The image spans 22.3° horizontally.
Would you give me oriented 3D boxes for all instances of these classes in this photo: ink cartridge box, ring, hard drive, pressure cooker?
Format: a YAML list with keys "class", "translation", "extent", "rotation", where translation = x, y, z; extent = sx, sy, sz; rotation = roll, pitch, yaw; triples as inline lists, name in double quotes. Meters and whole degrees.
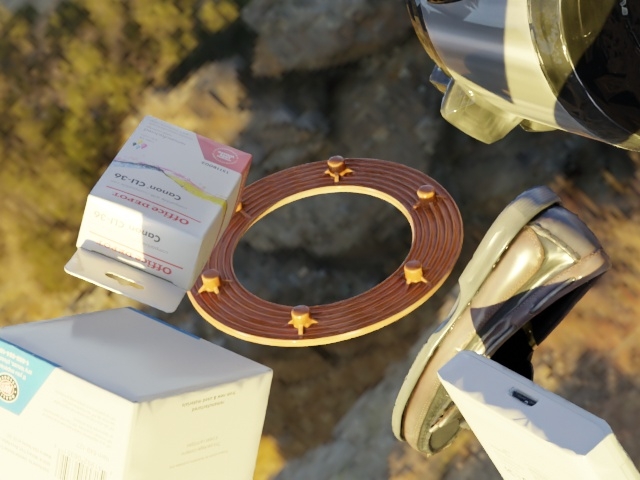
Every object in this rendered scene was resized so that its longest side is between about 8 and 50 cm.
- class: "ink cartridge box"
  translation: [-0.149, -0.027, 1.512]
  extent: [0.198, 0.115, 0.067]
  rotation: [-66, -5, -54]
- class: "ring"
  translation: [0.000, 0.000, 1.918]
  extent: [0.337, 0.032, 0.336]
  rotation: [-8, 38, 6]
- class: "hard drive"
  translation: [0.222, 0.232, 1.270]
  extent: [0.040, 0.307, 0.203]
  rotation: [-40, 27, -12]
- class: "pressure cooker"
  translation: [0.295, -0.296, 1.807]
  extent: [0.370, 0.375, 0.420]
  rotation: [-22, 22, -17]
- class: "ink cartridge box"
  translation: [-0.169, 0.195, 1.296]
  extent: [0.171, 0.168, 0.232]
  rotation: [20, 107, 34]

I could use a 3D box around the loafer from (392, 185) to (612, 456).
- class: "loafer"
  translation: [0.149, 0.092, 1.376]
  extent: [0.109, 0.095, 0.302]
  rotation: [-27, -30, -44]
